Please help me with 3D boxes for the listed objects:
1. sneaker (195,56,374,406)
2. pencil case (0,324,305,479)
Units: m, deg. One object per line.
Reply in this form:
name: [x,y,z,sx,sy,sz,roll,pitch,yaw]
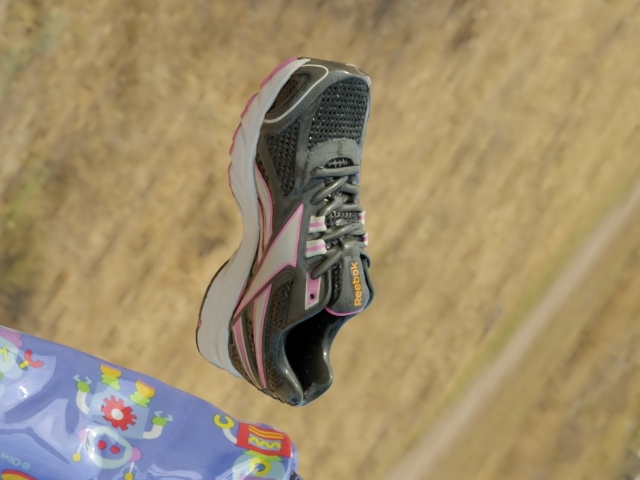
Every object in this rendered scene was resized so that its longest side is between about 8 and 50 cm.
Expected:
sneaker: [0.000,0.000,0.887,0.072,0.077,0.178,-12,126,-37]
pencil case: [-0.163,0.140,1.225,0.133,0.306,0.119,-86,-159,-53]
